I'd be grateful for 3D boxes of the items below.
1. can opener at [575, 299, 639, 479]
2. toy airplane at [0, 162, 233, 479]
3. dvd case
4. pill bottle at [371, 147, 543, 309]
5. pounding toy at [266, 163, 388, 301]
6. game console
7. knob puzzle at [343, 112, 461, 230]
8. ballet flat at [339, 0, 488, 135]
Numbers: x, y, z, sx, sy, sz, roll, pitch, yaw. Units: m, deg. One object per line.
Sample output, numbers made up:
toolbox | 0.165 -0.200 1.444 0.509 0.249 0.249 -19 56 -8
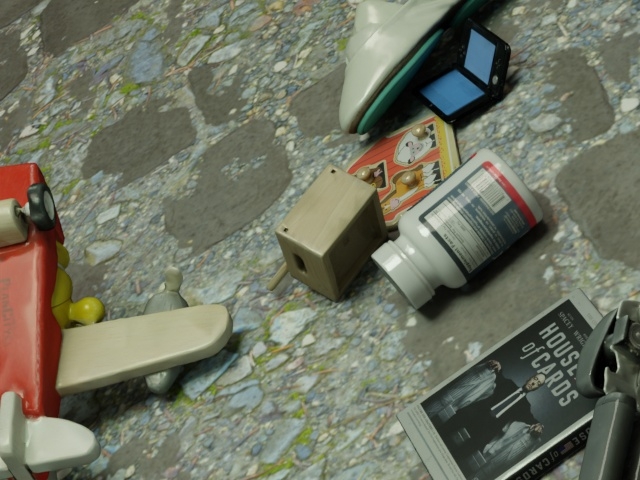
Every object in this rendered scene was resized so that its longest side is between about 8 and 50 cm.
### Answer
can opener | 0.277 0.185 1.732 0.095 0.076 0.283 -33 33 54
toy airplane | -0.349 0.143 2.253 0.386 0.272 0.384 34 84 18
dvd case | 0.208 0.167 1.866 0.239 0.029 0.179 -36 34 3
pill bottle | 0.151 -0.010 2.058 0.180 0.108 0.108 -40 34 -2
pounding toy | 0.000 0.000 2.179 0.100 0.141 0.130 30 69 24
game console | 0.177 -0.216 2.309 0.071 0.107 0.122 -1 25 -24
knob puzzle | 0.081 -0.082 2.279 0.213 0.030 0.213 -25 36 19
ballet flat | 0.126 -0.304 2.395 0.400 0.139 0.139 -47 35 -18
